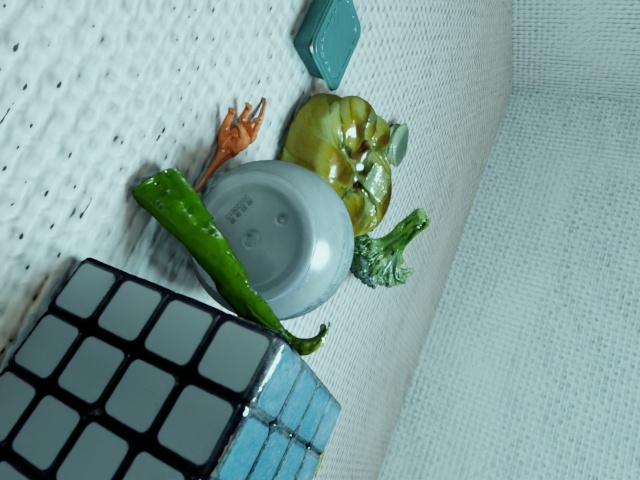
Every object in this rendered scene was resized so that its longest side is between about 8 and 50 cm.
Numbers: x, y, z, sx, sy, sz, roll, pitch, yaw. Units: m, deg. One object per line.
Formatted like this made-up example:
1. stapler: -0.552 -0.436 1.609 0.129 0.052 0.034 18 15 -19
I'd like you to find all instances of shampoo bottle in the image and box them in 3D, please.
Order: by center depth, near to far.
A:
1. shampoo bottle: -0.076 0.004 0.899 0.266 0.273 0.273 22 84 -76

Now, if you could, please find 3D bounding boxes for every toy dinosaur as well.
1. toy dinosaur: -0.153 -0.177 0.894 0.279 0.055 0.101 -51 168 -43

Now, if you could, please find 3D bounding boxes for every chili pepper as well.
1. chili pepper: -0.134 0.033 0.738 0.085 0.359 0.076 -37 166 -31

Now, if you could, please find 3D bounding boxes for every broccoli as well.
1. broccoli: 0.213 0.043 1.467 0.198 0.275 0.177 62 25 -12

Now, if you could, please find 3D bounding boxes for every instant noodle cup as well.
1. instant noodle cup: 0.013 -0.426 1.073 0.179 0.070 0.157 -69 154 -13

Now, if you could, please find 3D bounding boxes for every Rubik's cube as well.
1. Rubik's cube: -0.210 0.277 0.701 0.337 0.343 0.344 -63 151 -21

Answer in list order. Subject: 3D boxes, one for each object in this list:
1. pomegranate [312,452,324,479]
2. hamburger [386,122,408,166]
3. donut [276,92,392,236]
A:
1. pomegranate: -0.092 0.494 1.200 0.209 0.209 0.209 -39 137 -50
2. hamburger: 0.227 -0.294 1.572 0.140 0.062 0.133 -62 155 -29
3. donut: 0.050 -0.158 1.180 0.360 0.170 0.360 -35 132 -50
